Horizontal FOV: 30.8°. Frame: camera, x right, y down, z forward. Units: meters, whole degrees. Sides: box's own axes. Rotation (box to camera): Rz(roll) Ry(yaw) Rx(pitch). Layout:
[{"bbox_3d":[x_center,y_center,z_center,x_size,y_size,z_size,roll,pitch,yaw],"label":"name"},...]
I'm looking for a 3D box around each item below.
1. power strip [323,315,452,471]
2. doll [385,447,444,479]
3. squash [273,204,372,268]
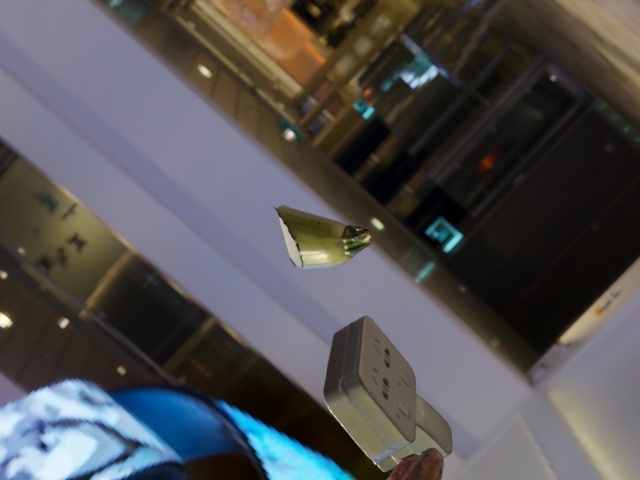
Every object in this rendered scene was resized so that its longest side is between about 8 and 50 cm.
[{"bbox_3d":[0.101,0.295,2.026,0.261,0.141,0.229,51,-159,-19],"label":"power strip"},{"bbox_3d":[0.106,0.430,1.554,0.156,0.303,0.201,34,156,-1],"label":"doll"},{"bbox_3d":[-0.003,0.000,1.596,0.075,0.090,0.200,-8,-171,-35],"label":"squash"}]
